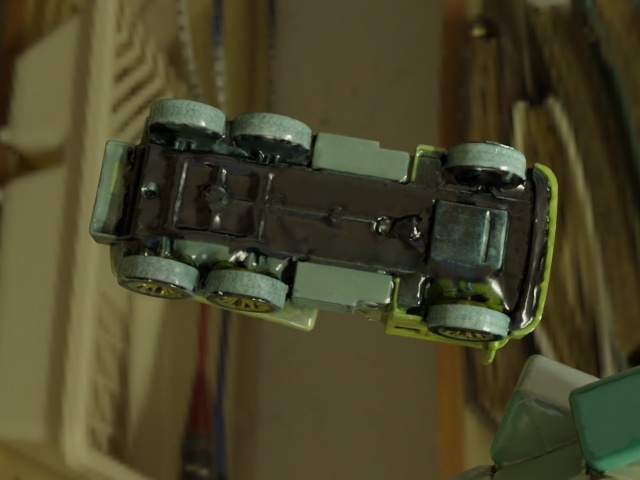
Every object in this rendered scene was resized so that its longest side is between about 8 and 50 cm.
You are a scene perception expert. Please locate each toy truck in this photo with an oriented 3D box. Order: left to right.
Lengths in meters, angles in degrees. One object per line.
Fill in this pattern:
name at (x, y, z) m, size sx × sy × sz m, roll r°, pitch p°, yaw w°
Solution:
toy truck at (0.000, 0.000, 0.636) m, size 0.100 × 0.169 × 0.077 m, roll 95°, pitch 3°, yaw -77°

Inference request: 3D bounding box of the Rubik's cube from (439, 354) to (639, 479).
Rubik's cube at (0.142, 0.174, 0.784) m, size 0.213 × 0.265 × 0.224 m, roll 65°, pitch 26°, yaw -8°
